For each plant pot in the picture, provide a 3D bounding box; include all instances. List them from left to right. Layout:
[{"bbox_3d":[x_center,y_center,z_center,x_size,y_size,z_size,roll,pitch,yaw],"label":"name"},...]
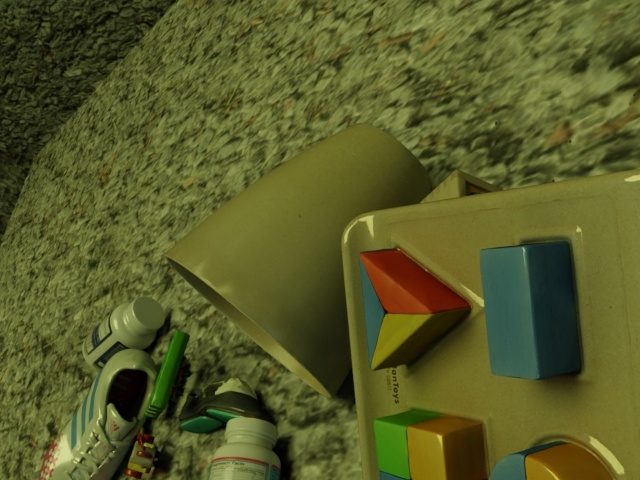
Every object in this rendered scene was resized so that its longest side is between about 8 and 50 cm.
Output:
[{"bbox_3d":[0.000,0.000,0.919,0.274,0.256,0.256,-50,28,-13],"label":"plant pot"}]

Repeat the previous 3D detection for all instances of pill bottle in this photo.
[{"bbox_3d":[-0.366,0.175,1.442,0.169,0.094,0.094,-39,37,33],"label":"pill bottle"},{"bbox_3d":[-0.095,0.302,0.930,0.087,0.087,0.160,-29,43,43],"label":"pill bottle"}]

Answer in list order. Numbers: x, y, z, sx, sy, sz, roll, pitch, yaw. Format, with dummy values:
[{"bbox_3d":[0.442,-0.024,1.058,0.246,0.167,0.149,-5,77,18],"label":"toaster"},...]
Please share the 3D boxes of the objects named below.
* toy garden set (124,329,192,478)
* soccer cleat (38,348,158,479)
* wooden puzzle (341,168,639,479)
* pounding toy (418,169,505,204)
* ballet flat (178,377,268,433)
[{"bbox_3d":[-0.235,0.257,1.153,0.244,0.049,0.204,133,155,-69],"label":"toy garden set"},{"bbox_3d":[-0.377,0.337,1.295,0.143,0.116,0.331,2,66,63],"label":"soccer cleat"},{"bbox_3d":[0.133,0.123,0.611,0.347,0.080,0.322,-7,88,53],"label":"wooden puzzle"},{"bbox_3d":[0.174,0.017,0.738,0.100,0.130,0.141,-46,31,46],"label":"pounding toy"},{"bbox_3d":[-0.136,0.228,1.076,0.203,0.074,0.074,-22,48,50],"label":"ballet flat"}]
